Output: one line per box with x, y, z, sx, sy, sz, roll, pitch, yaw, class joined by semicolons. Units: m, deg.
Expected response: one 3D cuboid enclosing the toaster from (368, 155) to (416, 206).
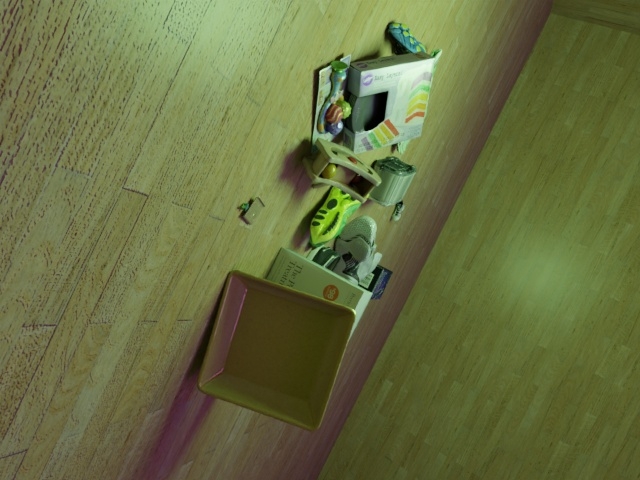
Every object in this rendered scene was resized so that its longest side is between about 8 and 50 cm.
0.256;-0.217;1.753;0.227;0.129;0.147;-29;142;-57;toaster

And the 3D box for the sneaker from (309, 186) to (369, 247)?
0.048;-0.094;1.491;0.295;0.109;0.123;-48;175;-34;sneaker

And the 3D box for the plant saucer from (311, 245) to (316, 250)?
0.000;0.000;1.528;0.083;0.015;0.083;-39;-172;6;plant saucer

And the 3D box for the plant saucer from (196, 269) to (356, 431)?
-0.111;0.272;1.214;0.081;0.332;0.333;-47;155;-83;plant saucer

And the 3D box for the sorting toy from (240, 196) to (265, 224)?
-0.162;-0.076;1.119;0.062;0.012;0.083;-54;161;-10;sorting toy

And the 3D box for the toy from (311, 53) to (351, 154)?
0.041;-0.338;1.219;0.137;0.056;0.237;-43;151;-38;toy

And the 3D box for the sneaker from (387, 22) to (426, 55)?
0.245;-0.570;1.395;0.188;0.078;0.067;12;75;-54;sneaker

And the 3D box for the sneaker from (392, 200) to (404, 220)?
0.358;-0.144;2.198;0.069;0.038;0.098;72;39;-59;sneaker

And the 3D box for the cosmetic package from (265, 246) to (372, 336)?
-0.065;0.249;1.347;0.377;0.284;0.097;-64;159;1;cosmetic package

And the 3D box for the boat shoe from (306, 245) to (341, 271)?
-0.040;0.154;1.555;0.303;0.091;0.114;-61;158;-5;boat shoe

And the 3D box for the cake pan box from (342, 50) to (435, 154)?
0.183;-0.385;1.334;0.266;0.070;0.246;-18;132;-25;cake pan box

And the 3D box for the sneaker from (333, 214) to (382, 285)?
0.149;0.033;1.798;0.210;0.137;0.366;-38;152;-49;sneaker

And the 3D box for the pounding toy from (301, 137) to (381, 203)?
0.052;-0.156;1.283;0.269;0.154;0.155;5;131;-53;pounding toy

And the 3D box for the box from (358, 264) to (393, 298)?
0.240;0.184;2.206;0.153;0.108;0.207;-65;158;4;box

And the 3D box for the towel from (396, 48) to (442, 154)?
0.352;-0.495;1.715;0.248;0.038;0.325;-56;162;-23;towel
